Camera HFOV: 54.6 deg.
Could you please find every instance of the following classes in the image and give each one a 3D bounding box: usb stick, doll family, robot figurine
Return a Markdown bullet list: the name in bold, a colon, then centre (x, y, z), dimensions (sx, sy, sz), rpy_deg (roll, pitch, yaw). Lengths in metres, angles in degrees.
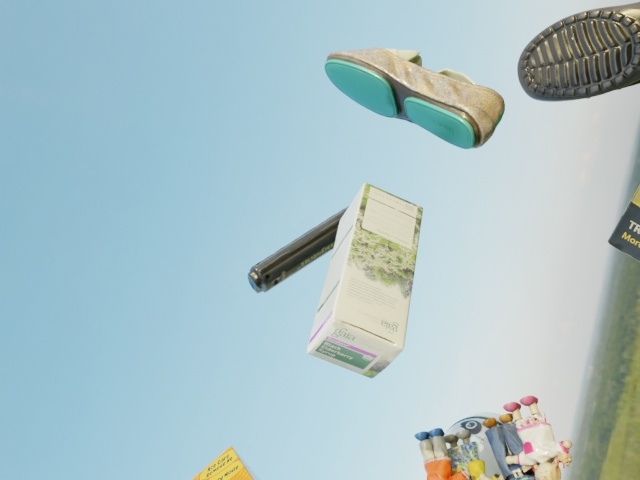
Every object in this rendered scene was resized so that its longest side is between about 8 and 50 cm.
- **usb stick**: centre (0.000, 0.000, 1.061), dimensions (0.278, 0.045, 0.077), rpy_deg (-32, -15, -16)
- **doll family**: centre (0.284, 0.372, 0.993), dimensions (0.118, 0.263, 0.163), rpy_deg (42, -151, -44)
- **robot figurine**: centre (0.344, 0.446, 1.293), dimensions (0.278, 0.209, 0.173), rpy_deg (23, -140, -64)

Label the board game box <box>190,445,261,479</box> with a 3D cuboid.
- **board game box**: centre (-0.141, 0.666, 1.056), dimensions (0.356, 0.356, 0.356), rpy_deg (-39, -60, -14)

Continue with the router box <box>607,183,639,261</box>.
- **router box**: centre (0.422, -0.021, 0.471), dimensions (0.081, 0.309, 0.243), rpy_deg (-31, -36, -35)

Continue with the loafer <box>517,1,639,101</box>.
- **loafer**: centre (0.494, -0.294, 0.954), dimensions (0.130, 0.366, 0.133), rpy_deg (-1, -98, -56)

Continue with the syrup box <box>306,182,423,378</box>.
- **syrup box**: centre (0.062, 0.047, 0.806), dimensions (0.096, 0.093, 0.237), rpy_deg (123, 167, -49)

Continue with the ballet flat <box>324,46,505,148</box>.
- **ballet flat**: centre (0.148, -0.239, 0.971), dimensions (0.106, 0.316, 0.107), rpy_deg (-45, -31, -17)
